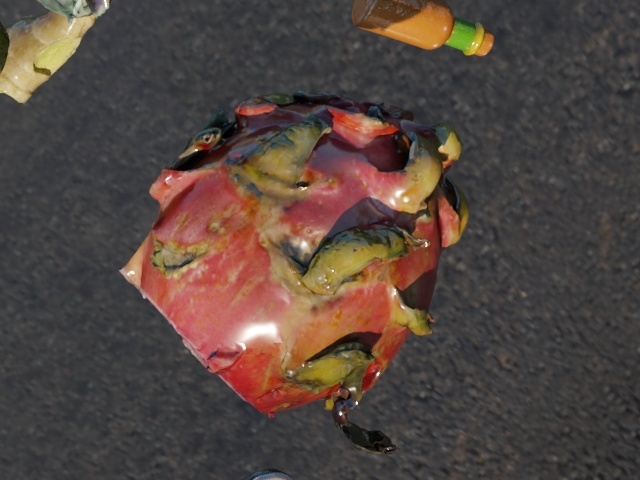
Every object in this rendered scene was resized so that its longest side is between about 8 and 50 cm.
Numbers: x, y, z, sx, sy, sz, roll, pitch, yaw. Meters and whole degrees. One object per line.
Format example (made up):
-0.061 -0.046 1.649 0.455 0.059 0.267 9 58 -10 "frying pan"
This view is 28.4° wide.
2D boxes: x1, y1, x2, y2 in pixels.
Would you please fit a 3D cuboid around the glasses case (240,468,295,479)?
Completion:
-0.153 0.453 1.837 0.314 0.122 0.075 -42 39 2 "glasses case"

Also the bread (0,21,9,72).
-0.500 -0.290 1.347 0.112 0.383 0.166 -52 28 10 "bread"

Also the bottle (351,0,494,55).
0.133 -0.275 1.594 0.069 0.187 0.069 -47 34 47 "bottle"

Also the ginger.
-0.356 -0.290 1.677 0.294 0.086 0.131 -39 42 28 "ginger"

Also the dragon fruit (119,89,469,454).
0.000 0.000 1.076 0.291 0.250 0.269 -41 50 -8 "dragon fruit"

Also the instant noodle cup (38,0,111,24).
-0.256 -0.260 0.606 0.340 0.266 0.340 30 126 53 "instant noodle cup"
